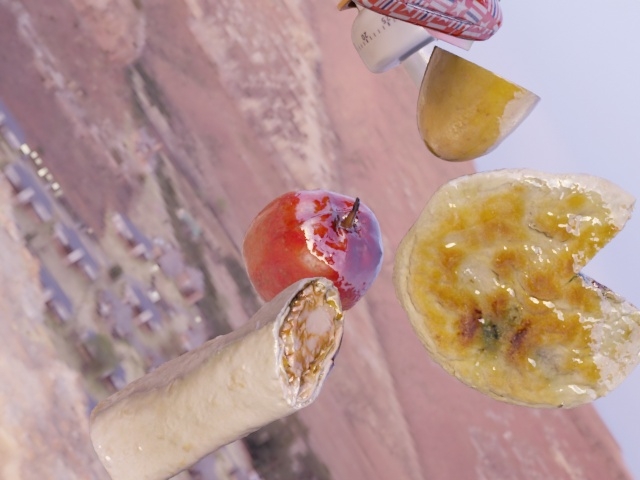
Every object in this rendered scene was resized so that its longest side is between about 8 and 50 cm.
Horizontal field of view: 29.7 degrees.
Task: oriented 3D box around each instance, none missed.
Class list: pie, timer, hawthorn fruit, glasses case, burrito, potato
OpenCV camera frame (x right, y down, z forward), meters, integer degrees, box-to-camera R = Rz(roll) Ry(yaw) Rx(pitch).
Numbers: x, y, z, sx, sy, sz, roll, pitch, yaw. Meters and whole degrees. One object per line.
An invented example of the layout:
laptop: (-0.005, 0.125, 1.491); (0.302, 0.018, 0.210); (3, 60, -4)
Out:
pie: (0.243, 0.061, 1.446); (0.338, 0.337, 0.075); (57, 20, -15)
timer: (0.176, -0.373, 2.159); (0.240, 0.233, 0.233); (58, 3, -1)
hawthorn fruit: (0.000, 0.000, 2.216); (0.254, 0.254, 0.300); (59, -40, 24)
glasses case: (0.085, -0.215, 1.003); (0.194, 0.049, 0.073); (4, 52, -49)
burrito: (-0.106, 0.155, 1.306); (0.105, 0.299, 0.143); (53, 16, -22)
potato: (0.218, -0.195, 1.841); (0.178, 0.158, 0.203); (20, 15, -41)

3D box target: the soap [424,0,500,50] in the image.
soap: (0.160, -0.406, 1.623); (0.192, 0.109, 0.324); (18, 42, -20)
